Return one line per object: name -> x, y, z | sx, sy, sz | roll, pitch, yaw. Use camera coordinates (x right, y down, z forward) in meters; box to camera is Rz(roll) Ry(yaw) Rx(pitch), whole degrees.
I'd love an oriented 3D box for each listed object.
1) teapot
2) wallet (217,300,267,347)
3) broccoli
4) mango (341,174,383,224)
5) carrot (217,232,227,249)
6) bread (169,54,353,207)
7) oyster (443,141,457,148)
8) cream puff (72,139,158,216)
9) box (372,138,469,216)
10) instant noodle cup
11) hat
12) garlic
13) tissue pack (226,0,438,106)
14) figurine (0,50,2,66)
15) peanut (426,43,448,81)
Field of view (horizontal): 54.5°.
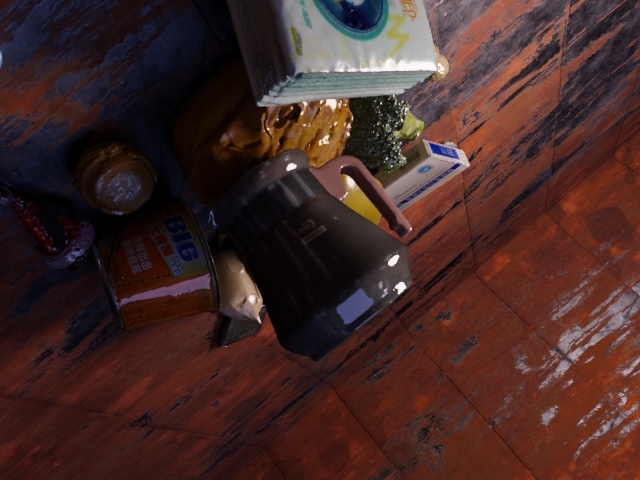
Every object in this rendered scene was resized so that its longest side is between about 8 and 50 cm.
teapot -> 0.000, 0.000, 1.222 | 0.376, 0.361, 0.305 | -35, 173, -29
wallet -> -0.240, 0.234, 2.064 | 0.169, 0.044, 0.317 | -19, 147, -38
broccoli -> 0.168, -0.288, 1.680 | 0.361, 0.221, 0.252 | 22, 83, -63
mango -> 0.069, -0.089, 1.610 | 0.195, 0.142, 0.332 | -58, 157, 10
carrot -> -0.251, -0.050, 1.636 | 0.049, 0.049, 0.254 | -24, 153, -30
bread -> -0.121, -0.221, 1.356 | 0.398, 0.215, 0.398 | -31, 151, -20
oyster -> 0.359, -0.229, 2.092 | 0.199, 0.087, 0.252 | 12, 118, -49
cream puff -> -0.410, -0.128, 1.229 | 0.150, 0.115, 0.165 | -39, 145, -18
box -> 0.263, -0.181, 1.915 | 0.200, 0.065, 0.343 | 5, 150, -43
instant noodle cup -> -0.378, 0.063, 1.397 | 0.214, 0.296, 0.296 | -18, 146, -23
hat -> -0.544, -0.042, 1.225 | 0.227, 0.129, 0.140 | 54, 44, -47
garlic -> -0.189, 0.095, 1.714 | 0.286, 0.249, 0.313 | -14, 179, 1
tissue pack -> 0.024, -0.417, 1.163 | 0.388, 0.287, 0.162 | -15, 180, -40
figurine -> -0.548, -0.264, 0.848 | 0.180, 0.154, 0.262 | -39, 172, -23
peanut -> 0.291, -0.473, 1.645 | 0.082, 0.082, 0.187 | -47, 153, 12
